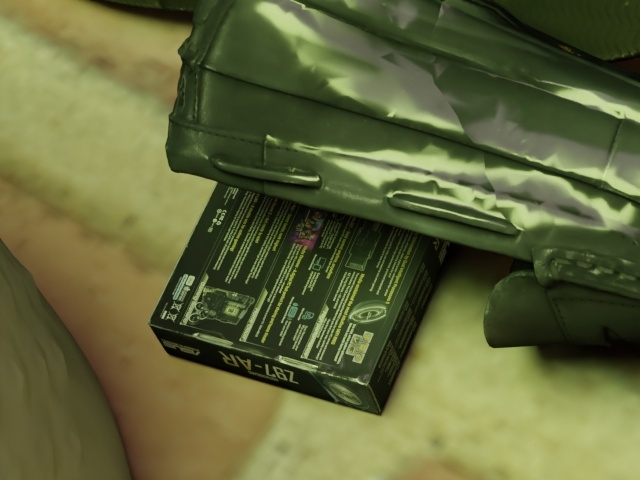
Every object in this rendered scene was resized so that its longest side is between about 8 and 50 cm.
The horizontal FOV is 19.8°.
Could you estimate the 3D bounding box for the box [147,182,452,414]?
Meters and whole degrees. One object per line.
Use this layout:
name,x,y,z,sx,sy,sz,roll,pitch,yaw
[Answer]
box,0.000,0.000,0.505,0.067,0.018,0.083,13,64,22

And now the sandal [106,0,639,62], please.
sandal,-0.006,-0.126,0.545,0.302,0.120,0.086,20,39,23

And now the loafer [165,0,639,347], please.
loafer,0.066,-0.006,0.456,0.223,0.076,0.078,24,103,10

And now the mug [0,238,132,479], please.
mug,-0.201,0.064,0.335,0.276,0.328,0.374,-21,56,2
